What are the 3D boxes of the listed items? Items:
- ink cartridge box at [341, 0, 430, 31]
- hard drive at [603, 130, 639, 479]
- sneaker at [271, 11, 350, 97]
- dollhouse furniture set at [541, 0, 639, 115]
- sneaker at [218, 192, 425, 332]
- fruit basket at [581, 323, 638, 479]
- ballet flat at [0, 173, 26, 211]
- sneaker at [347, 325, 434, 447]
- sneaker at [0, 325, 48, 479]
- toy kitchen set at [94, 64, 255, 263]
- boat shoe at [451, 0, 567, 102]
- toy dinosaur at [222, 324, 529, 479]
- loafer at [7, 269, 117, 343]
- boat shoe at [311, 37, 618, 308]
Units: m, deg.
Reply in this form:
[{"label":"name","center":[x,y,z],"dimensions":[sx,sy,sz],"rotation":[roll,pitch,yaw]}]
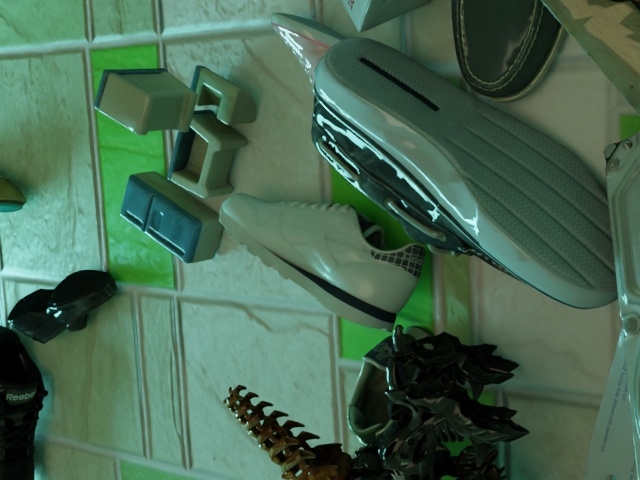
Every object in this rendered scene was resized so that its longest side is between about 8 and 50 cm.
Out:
[{"label":"ink cartridge box","center":[0.032,-0.300,0.983],"dimensions":[0.190,0.082,0.139],"rotation":[61,165,12]},{"label":"hard drive","center":[0.316,0.048,0.761],"dimensions":[0.237,0.064,0.338],"rotation":[-22,54,40]},{"label":"sneaker","center":[-0.003,-0.169,1.095],"dimensions":[0.134,0.051,0.070],"rotation":[31,112,27]},{"label":"dollhouse furniture set","center":[0.267,-0.209,0.723],"dimensions":[0.242,0.212,0.161],"rotation":[-43,82,29]},{"label":"sneaker","center":[0.000,0.000,1.117],"dimensions":[0.235,0.090,0.094],"rotation":[31,100,31]},{"label":"fruit basket","center":[0.344,0.261,0.843],"dimensions":[0.353,0.166,0.326],"rotation":[28,116,47]},{"label":"ballet flat","center":[-0.468,-0.069,1.493],"dimensions":[0.232,0.080,0.073],"rotation":[-5,80,39]},{"label":"sneaker","center":[0.054,0.177,1.089],"dimensions":[0.064,0.086,0.192],"rotation":[23,113,35]},{"label":"sneaker","center":[-0.417,0.234,1.489],"dimensions":[0.135,0.098,0.276],"rotation":[-10,91,43]},{"label":"toy kitchen set","center":[-0.183,-0.085,1.187],"dimensions":[0.122,0.166,0.207],"rotation":[33,118,31]},{"label":"boat shoe","center":[0.146,-0.268,0.918],"dimensions":[0.116,0.099,0.319],"rotation":[19,111,34]},{"label":"toy dinosaur","center":[0.078,0.205,0.983],"dimensions":[0.218,0.322,0.164],"rotation":[-65,25,20]},{"label":"loafer","center":[-0.308,0.083,1.407],"dimensions":[0.170,0.062,0.061],"rotation":[-18,125,34]},{"label":"boat shoe","center":[0.124,-0.046,0.987],"dimensions":[0.335,0.121,0.119],"rotation":[43,145,25]}]
